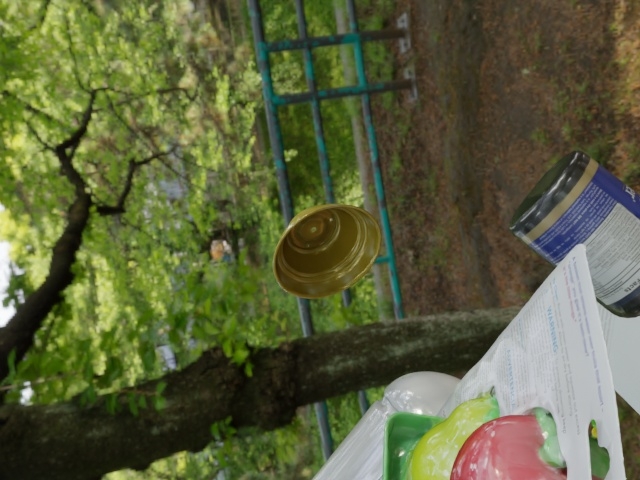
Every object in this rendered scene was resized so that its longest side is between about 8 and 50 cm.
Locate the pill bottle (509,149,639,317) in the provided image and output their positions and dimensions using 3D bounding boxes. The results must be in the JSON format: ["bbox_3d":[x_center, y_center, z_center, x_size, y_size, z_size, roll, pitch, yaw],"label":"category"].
[{"bbox_3d":[0.336,0.009,0.758,0.219,0.122,0.123,39,162,4],"label":"pill bottle"}]

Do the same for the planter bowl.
[{"bbox_3d":[0.000,0.000,1.273,0.090,0.217,0.217,-121,23,-47],"label":"planter bowl"}]

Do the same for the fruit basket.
[{"bbox_3d":[0.150,0.231,0.520,0.353,0.166,0.326,116,165,-50],"label":"fruit basket"}]

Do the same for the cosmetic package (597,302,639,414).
[{"bbox_3d":[0.758,0.139,1.398,0.393,0.330,0.327,-118,23,-61],"label":"cosmetic package"}]

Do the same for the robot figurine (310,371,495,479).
[{"bbox_3d":[0.115,0.320,0.880,0.200,0.353,0.300,39,-179,18],"label":"robot figurine"}]

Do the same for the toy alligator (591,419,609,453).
[{"bbox_3d":[0.667,0.506,1.576,0.056,0.052,0.189,61,-145,-51],"label":"toy alligator"}]
